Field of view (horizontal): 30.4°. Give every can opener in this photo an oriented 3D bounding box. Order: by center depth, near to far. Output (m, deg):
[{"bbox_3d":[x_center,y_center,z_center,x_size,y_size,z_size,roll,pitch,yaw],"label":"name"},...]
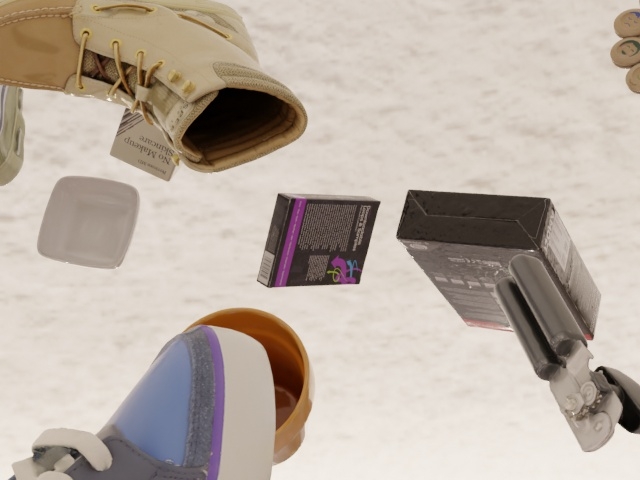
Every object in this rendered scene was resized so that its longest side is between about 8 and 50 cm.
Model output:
[{"bbox_3d":[0.277,0.126,1.327,0.093,0.280,0.074,12,122,-28],"label":"can opener"}]

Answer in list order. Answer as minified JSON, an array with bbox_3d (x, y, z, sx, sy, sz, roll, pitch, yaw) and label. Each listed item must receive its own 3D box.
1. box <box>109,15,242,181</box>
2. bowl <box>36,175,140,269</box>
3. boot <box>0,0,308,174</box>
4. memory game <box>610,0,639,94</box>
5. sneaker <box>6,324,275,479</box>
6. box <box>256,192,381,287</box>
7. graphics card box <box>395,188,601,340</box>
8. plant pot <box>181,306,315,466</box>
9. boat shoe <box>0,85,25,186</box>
[{"bbox_3d":[-0.225,-0.237,1.818,0.113,0.094,0.275,24,119,-2],"label":"box"},{"bbox_3d":[-0.343,-0.022,1.778,0.142,0.142,0.053,9,161,10],"label":"bowl"},{"bbox_3d":[-0.159,-0.135,0.997,0.262,0.203,0.095,-2,123,-25],"label":"boot"},{"bbox_3d":[0.366,-0.196,1.111,0.186,0.186,0.012,-13,141,18],"label":"memory game"},{"bbox_3d":[-0.173,0.150,0.522,0.236,0.322,0.130,27,161,-21],"label":"sneaker"},{"bbox_3d":[0.000,0.000,1.465,0.162,0.116,0.029,1,-161,-44],"label":"box"},{"bbox_3d":[0.292,0.044,1.874,0.233,0.094,0.371,5,158,29],"label":"graphics card box"},{"bbox_3d":[-0.098,0.223,1.611,0.205,0.205,0.188,-8,151,8],"label":"plant pot"},{"bbox_3d":[-0.424,-0.167,1.480,0.109,0.302,0.094,-26,125,8],"label":"boat shoe"}]
